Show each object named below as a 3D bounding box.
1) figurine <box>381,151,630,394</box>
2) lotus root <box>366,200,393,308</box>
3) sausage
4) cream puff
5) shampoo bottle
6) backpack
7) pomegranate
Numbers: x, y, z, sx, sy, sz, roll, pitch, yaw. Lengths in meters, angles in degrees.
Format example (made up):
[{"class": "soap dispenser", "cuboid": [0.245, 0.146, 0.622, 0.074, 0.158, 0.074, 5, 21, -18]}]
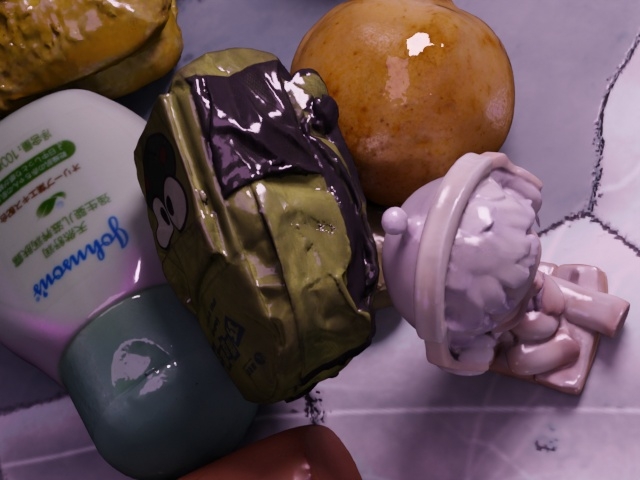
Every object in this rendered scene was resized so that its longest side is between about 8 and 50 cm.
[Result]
[{"class": "figurine", "cuboid": [0.128, 0.028, 1.119, 0.141, 0.237, 0.163, 9, 70, 34]}, {"class": "lotus root", "cuboid": [0.000, 0.000, 1.268, 0.183, 0.077, 0.090, 21, 78, 27]}, {"class": "sausage", "cuboid": [-0.110, 0.252, 1.188, 0.304, 0.121, 0.121, -28, 61, 13]}, {"class": "cream puff", "cuboid": [-0.255, -0.262, 1.377, 0.323, 0.274, 0.270, -26, 52, 15]}, {"class": "shampoo bottle", "cuboid": [-0.175, 0.046, 1.283, 0.222, 0.151, 0.349, -33, 61, -1]}, {"class": "backpack", "cuboid": [-0.043, -0.006, 1.138, 0.140, 0.207, 0.253, -16, 76, -19]}, {"class": "pomegranate", "cuboid": [0.067, -0.128, 1.237, 0.196, 0.196, 0.196, -8, 66, 20]}]
